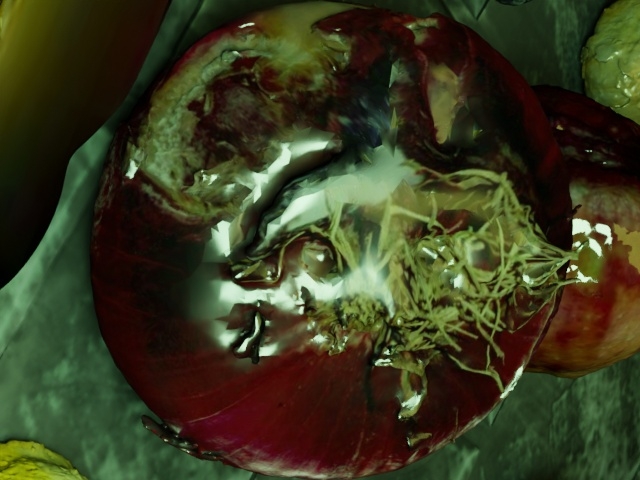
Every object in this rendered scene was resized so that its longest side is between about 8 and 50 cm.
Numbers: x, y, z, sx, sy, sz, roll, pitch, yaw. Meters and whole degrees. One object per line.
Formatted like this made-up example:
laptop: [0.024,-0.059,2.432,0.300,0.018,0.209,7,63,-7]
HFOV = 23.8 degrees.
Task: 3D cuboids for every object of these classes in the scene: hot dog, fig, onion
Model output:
hot dog: [-0.168,-0.155,0.792,0.326,0.107,0.194,-61,152,-15]
fig: [0.176,-0.002,1.138,0.263,0.224,0.224,72,37,-76]
onion: [0.000,0.000,0.945,0.314,0.232,0.314,-5,104,-22]

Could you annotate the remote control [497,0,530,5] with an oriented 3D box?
remote control: [0.193,-0.258,1.230,0.266,0.066,0.090,-30,132,-46]

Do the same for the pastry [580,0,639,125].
pastry: [0.291,-0.144,1.336,0.153,0.081,0.153,-18,114,-48]

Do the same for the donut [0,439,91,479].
donut: [-0.177,0.210,0.886,0.162,0.065,0.178,1,97,-48]
